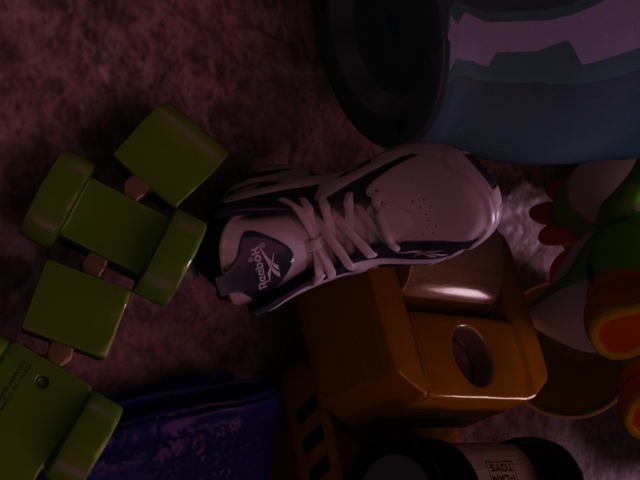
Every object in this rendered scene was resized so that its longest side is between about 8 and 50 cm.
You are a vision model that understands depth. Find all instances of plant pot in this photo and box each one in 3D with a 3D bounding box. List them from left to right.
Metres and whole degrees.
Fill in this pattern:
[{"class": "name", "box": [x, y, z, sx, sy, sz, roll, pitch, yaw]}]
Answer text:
[{"class": "plant pot", "box": [0.147, -0.174, 1.214, 0.255, 0.272, 0.271, -13, 117, -28]}, {"class": "plant pot", "box": [0.244, 0.094, 1.544, 0.095, 0.134, 0.134, -30, 132, -68]}]

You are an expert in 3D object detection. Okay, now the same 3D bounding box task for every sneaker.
[{"class": "sneaker", "box": [0.000, 0.000, 1.126, 0.153, 0.235, 0.094, -40, 125, -46]}]

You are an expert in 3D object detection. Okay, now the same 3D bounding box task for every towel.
[{"class": "towel", "box": [-0.146, 0.257, 1.234, 0.228, 0.076, 0.308, -9, 115, -37]}]

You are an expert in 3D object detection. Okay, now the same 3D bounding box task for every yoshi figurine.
[{"class": "yoshi figurine", "box": [0.309, 0.004, 1.394, 0.203, 0.362, 0.203, 25, 119, -12]}]

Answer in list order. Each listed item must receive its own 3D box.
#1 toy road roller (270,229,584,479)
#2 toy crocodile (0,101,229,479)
[{"class": "toy road roller", "box": [0.044, 0.138, 1.320, 0.202, 0.241, 0.329, 8, 64, -48]}, {"class": "toy crocodile", "box": [-0.169, 0.056, 1.079, 0.115, 0.105, 0.340, 27, 78, -6]}]
